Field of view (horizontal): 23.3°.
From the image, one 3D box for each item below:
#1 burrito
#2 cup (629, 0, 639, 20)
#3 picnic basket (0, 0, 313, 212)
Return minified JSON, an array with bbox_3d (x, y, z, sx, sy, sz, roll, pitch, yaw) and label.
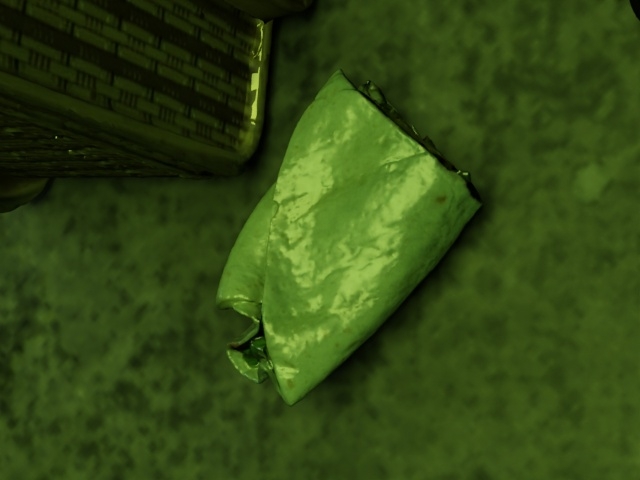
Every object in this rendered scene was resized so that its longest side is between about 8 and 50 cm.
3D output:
[{"bbox_3d":[0.003,0.002,0.581,0.074,0.044,0.118,38,95,21],"label":"burrito"},{"bbox_3d":[0.182,-0.100,0.465,0.176,0.169,0.223,0,99,16],"label":"cup"},{"bbox_3d":[-0.117,-0.177,0.564,0.175,0.228,0.313,2,82,26],"label":"picnic basket"}]
